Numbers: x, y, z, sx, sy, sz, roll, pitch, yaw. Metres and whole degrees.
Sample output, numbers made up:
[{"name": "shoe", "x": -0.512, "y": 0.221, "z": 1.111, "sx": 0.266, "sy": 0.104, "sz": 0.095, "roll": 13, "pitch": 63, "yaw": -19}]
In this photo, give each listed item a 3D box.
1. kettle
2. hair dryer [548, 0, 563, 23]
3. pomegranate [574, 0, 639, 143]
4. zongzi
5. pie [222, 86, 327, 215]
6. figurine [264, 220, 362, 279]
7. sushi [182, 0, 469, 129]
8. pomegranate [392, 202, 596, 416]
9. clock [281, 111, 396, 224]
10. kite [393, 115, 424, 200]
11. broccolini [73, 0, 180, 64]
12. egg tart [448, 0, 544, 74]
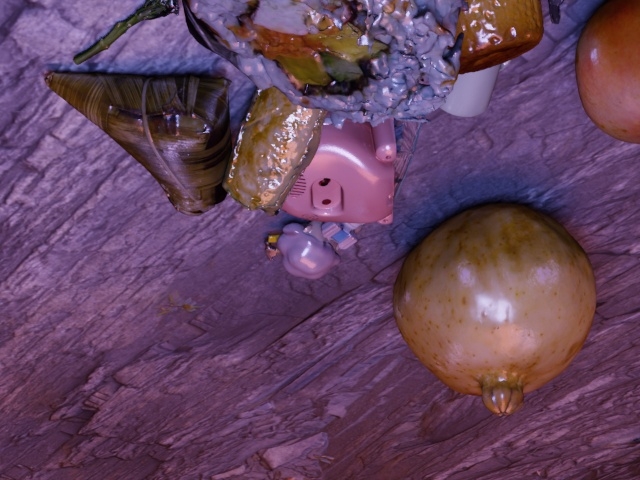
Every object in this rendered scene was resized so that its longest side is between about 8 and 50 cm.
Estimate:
[{"name": "kettle", "x": 0.248, "y": -0.278, "z": 1.610, "sx": 0.126, "sy": 0.098, "sz": 0.148, "roll": 6, "pitch": 138, "yaw": -7}, {"name": "hair dryer", "x": 0.384, "y": -0.377, "z": 1.509, "sx": 0.195, "sy": 0.075, "sz": 0.219, "roll": 23, "pitch": 161, "yaw": 7}, {"name": "pomegranate", "x": 0.509, "y": -0.247, "z": 1.548, "sx": 0.252, "sy": 0.270, "sz": 0.229, "roll": 1, "pitch": 151, "yaw": 2}, {"name": "zongzi", "x": -0.286, "y": -0.165, "z": 1.665, "sx": 0.288, "sy": 0.134, "sz": 0.286, "roll": 8, "pitch": 147, "yaw": 2}, {"name": "pie", "x": -0.061, "y": -0.176, "z": 1.619, "sx": 0.128, "sy": 0.068, "sz": 0.282, "roll": 28, "pitch": 106, "yaw": 9}, {"name": "figurine", "x": 0.000, "y": 0.000, "z": 1.931, "sx": 0.229, "sy": 0.112, "sz": 0.137, "roll": -36, "pitch": 136, "yaw": 23}, {"name": "sushi", "x": 0.001, "y": -0.302, "z": 1.335, "sx": 0.417, "sy": 0.176, "sz": 0.417, "roll": 20, "pitch": 166, "yaw": 5}, {"name": "pomegranate", "x": 0.327, "y": 0.136, "z": 1.908, "sx": 0.410, "sy": 0.410, "sz": 0.410, "roll": -4, "pitch": 143, "yaw": -3}, {"name": "clock", "x": 0.008, "y": -0.113, "z": 1.739, "sx": 0.241, "sy": 0.142, "sz": 0.227, "roll": -2, "pitch": 144, "yaw": 0}, {"name": "kite", "x": 0.054, "y": -0.152, "z": 1.815, "sx": 0.314, "sy": 0.011, "sz": 0.335, "roll": -26, "pitch": 138, "yaw": 24}, {"name": "broccolini", "x": -0.291, "y": -0.320, "z": 1.525, "sx": 0.218, "sy": 0.044, "sz": 0.042, "roll": -22, "pitch": 156, "yaw": 27}, {"name": "egg tart", "x": 0.219, "y": -0.324, "z": 1.440, "sx": 0.202, "sy": 0.147, "sz": 0.202, "roll": -16, "pitch": 175, "yaw": -1}]
